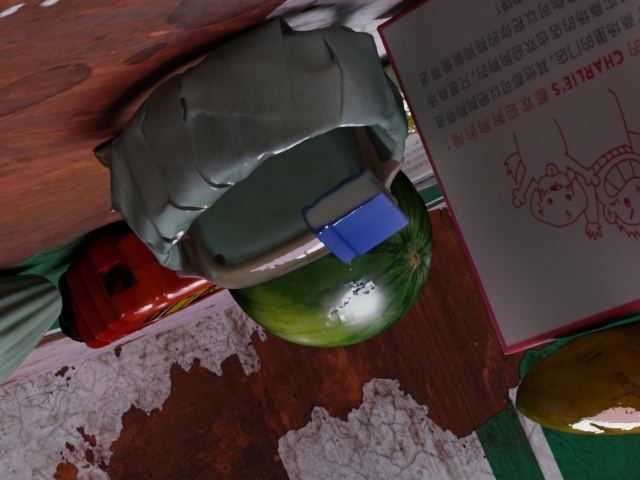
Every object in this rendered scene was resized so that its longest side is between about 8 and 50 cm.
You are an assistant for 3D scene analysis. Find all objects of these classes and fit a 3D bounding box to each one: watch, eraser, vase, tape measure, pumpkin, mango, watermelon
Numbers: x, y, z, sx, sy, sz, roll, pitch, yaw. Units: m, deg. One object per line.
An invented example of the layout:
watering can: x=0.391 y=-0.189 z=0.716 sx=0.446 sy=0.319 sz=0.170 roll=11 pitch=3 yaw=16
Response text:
watch: x=-0.051 y=-0.067 z=1.218 sx=0.253 sy=0.161 sz=0.241 roll=-29 pitch=169 yaw=14
eraser: x=0.027 y=-0.018 z=1.209 sx=0.063 sy=0.027 sz=0.085 roll=-32 pitch=157 yaw=7
vase: x=-0.379 y=0.101 z=1.775 sx=0.128 sy=0.128 sz=0.248 roll=-25 pitch=-175 yaw=25
tape measure: x=-0.188 y=0.028 z=1.919 sx=0.260 sy=0.114 sz=0.253 roll=-25 pitch=177 yaw=-23
pumpkin: x=-0.160 y=-0.073 z=1.349 sx=0.050 sy=0.028 sz=0.083 roll=-26 pitch=179 yaw=13
mango: x=0.233 y=0.105 z=1.201 sx=0.165 sy=0.089 sz=0.115 roll=-3 pitch=176 yaw=-41
watermelon: x=0.004 y=0.001 z=1.742 sx=0.242 sy=0.242 sz=0.242 roll=-23 pitch=176 yaw=-2

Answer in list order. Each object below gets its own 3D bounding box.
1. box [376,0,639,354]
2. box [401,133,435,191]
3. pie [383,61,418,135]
box: x=0.284 y=-0.115 z=1.259 sx=0.300 sy=0.312 sz=0.314 roll=-16 pitch=173 yaw=-42
box: x=0.218 y=-0.149 z=2.156 sx=0.343 sy=0.065 sz=0.200 roll=-26 pitch=175 yaw=34
pie: x=0.138 y=-0.161 z=1.597 sx=0.323 sy=0.070 sz=0.323 roll=-19 pitch=177 yaw=-1
